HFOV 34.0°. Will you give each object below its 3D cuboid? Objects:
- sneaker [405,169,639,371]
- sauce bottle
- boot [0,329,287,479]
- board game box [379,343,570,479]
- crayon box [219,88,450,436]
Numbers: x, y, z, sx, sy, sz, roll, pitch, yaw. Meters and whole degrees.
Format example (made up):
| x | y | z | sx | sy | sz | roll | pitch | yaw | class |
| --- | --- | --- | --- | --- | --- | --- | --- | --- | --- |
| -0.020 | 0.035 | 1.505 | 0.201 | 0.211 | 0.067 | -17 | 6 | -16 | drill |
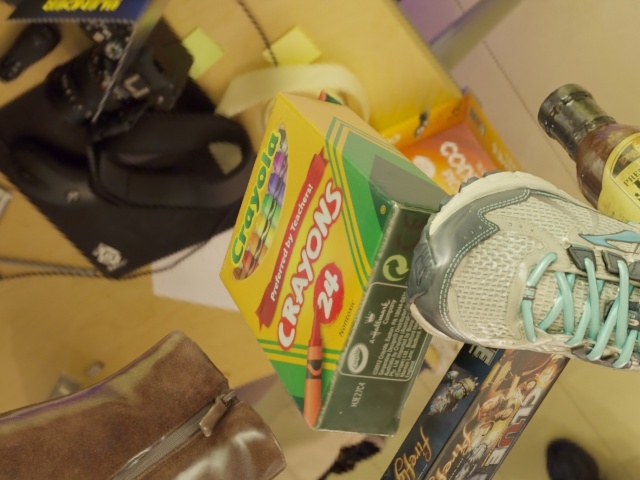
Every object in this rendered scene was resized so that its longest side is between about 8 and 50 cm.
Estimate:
| x | y | z | sx | sy | sz | roll | pitch | yaw | class |
| --- | --- | --- | --- | --- | --- | --- | --- | --- | --- |
| 0.180 | 0.029 | 0.646 | 0.283 | 0.122 | 0.110 | 5 | 105 | -36 | sneaker |
| 0.357 | -0.051 | 1.151 | 0.111 | 0.344 | 0.111 | -18 | 138 | -18 | sauce bottle |
| -0.163 | 0.122 | 0.643 | 0.248 | 0.207 | 0.090 | 48 | 147 | -4 | boot |
| 0.170 | 0.160 | 1.051 | 0.042 | 0.165 | 0.243 | 38 | 104 | 33 | board game box |
| 0.000 | 0.000 | 0.929 | 0.081 | 0.318 | 0.202 | 9 | 111 | -26 | crayon box |
